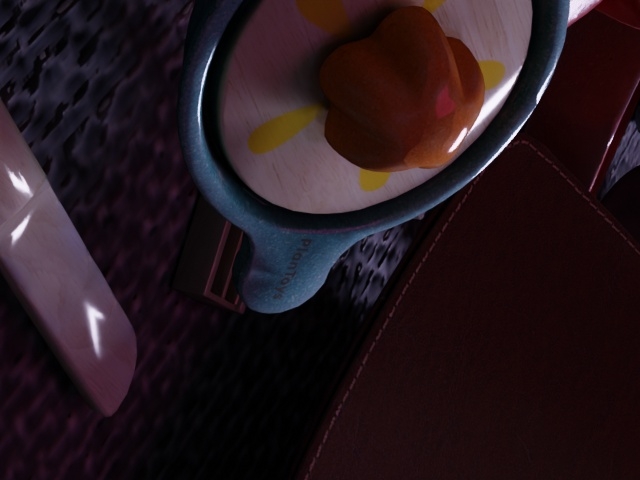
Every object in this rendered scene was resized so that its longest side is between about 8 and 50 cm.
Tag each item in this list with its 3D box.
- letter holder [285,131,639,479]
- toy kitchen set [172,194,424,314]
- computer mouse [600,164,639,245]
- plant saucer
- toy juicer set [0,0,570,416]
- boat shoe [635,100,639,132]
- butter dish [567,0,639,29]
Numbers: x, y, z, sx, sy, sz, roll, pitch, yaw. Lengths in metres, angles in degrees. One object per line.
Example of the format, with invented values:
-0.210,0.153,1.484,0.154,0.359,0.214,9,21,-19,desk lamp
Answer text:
0.045,0.127,0.715,0.214,0.152,0.302,44,55,-21,letter holder
0.000,0.000,0.640,0.068,0.083,0.075,35,69,-61,toy kitchen set
0.211,0.006,1.036,0.188,0.072,0.272,-60,169,7,computer mouse
0.156,-0.085,0.885,0.259,0.047,0.258,-59,169,-32,plant saucer
-0.006,-0.071,0.461,0.329,0.089,0.209,-43,139,9,toy juicer set
0.267,-0.105,1.089,0.226,0.083,0.076,-40,138,-79,boat shoe
0.033,-0.124,0.619,0.118,0.160,0.160,-48,147,-5,butter dish
